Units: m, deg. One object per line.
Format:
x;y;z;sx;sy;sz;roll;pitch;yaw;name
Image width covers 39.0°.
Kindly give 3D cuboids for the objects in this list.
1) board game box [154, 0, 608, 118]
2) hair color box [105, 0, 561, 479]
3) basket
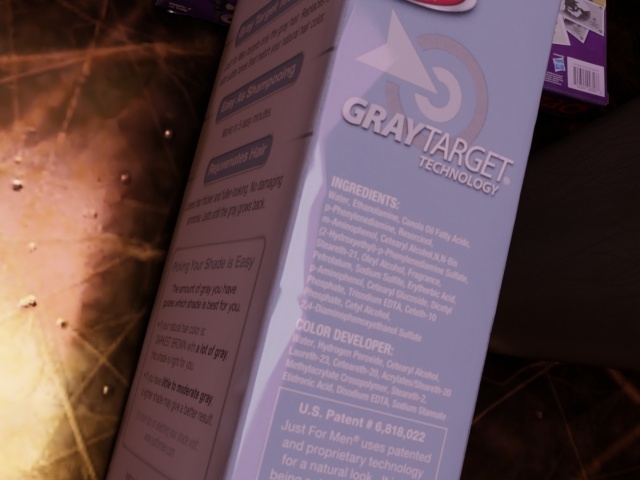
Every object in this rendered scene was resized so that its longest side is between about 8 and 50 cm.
0.062;-0.223;0.649;0.347;0.056;0.208;10;79;-26;board game box
0.000;0.000;0.464;0.113;0.185;0.374;17;80;-23;hair color box
0.182;0.002;0.560;0.154;0.227;0.204;37;65;-16;basket
